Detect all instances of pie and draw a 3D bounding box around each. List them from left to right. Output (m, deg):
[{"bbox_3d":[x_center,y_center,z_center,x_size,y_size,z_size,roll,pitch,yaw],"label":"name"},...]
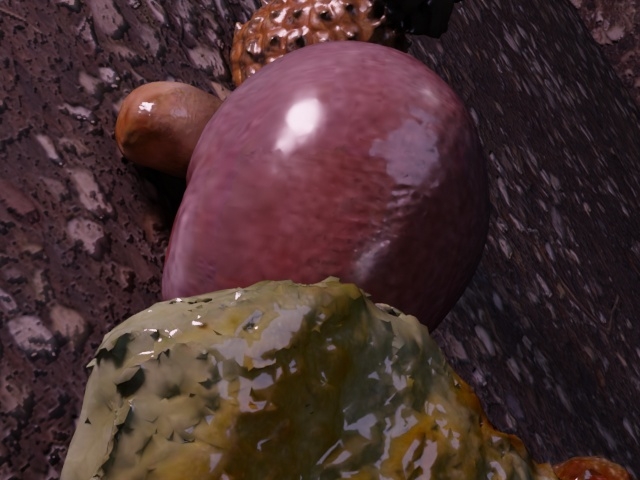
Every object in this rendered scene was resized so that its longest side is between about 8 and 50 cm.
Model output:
[{"bbox_3d":[0.010,0.237,0.636,0.418,0.180,0.395,32,62,-36],"label":"pie"}]

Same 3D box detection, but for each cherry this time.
[{"bbox_3d":[0.000,0.000,0.819,0.221,0.261,0.307,22,60,5],"label":"cherry"}]

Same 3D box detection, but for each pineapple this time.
[{"bbox_3d":[0.075,-0.243,1.060,0.165,0.364,0.165,37,31,-26],"label":"pineapple"}]

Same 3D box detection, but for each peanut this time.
[{"bbox_3d":[-0.104,-0.084,0.909,0.152,0.076,0.076,5,58,-61],"label":"peanut"}]
